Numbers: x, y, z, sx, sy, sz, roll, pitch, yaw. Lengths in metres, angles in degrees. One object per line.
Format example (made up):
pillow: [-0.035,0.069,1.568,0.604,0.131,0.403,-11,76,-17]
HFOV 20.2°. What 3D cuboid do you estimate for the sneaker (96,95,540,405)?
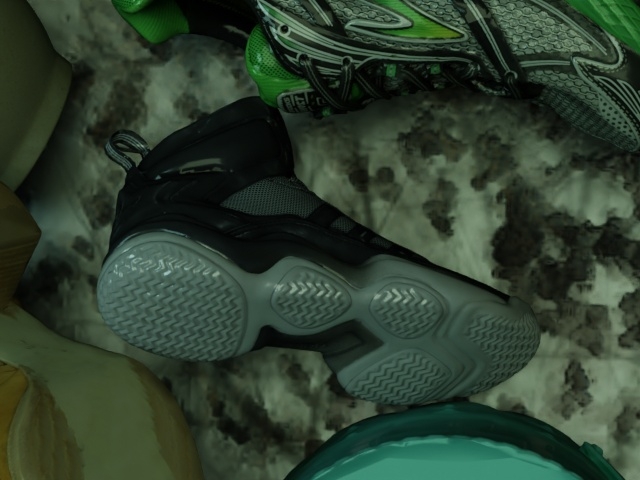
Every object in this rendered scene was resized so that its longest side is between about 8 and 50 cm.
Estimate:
sneaker: [0.000,0.000,1.034,0.268,0.101,0.153,11,46,-23]

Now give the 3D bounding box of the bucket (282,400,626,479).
bucket: [0.069,0.224,0.970,0.281,0.183,0.281,0,86,4]

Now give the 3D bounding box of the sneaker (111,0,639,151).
sneaker: [0.041,-0.118,1.027,0.343,0.134,0.146,20,72,13]

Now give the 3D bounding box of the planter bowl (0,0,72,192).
planter bowl: [-0.213,-0.086,1.042,0.109,0.162,0.162,28,86,-22]

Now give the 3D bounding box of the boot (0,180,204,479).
boot: [-0.172,0.129,0.977,0.104,0.211,0.295,-9,56,-38]
